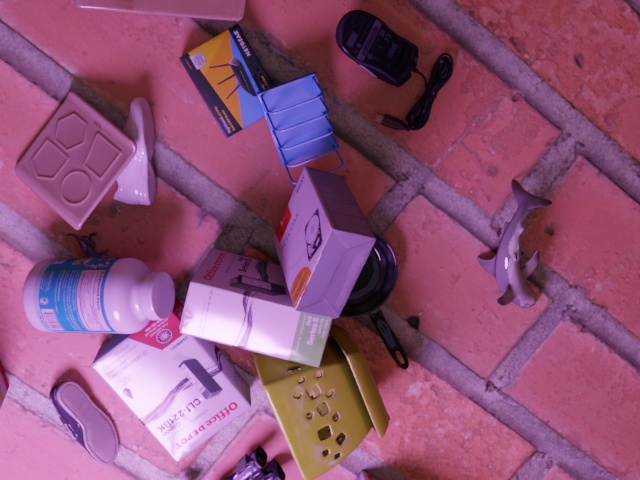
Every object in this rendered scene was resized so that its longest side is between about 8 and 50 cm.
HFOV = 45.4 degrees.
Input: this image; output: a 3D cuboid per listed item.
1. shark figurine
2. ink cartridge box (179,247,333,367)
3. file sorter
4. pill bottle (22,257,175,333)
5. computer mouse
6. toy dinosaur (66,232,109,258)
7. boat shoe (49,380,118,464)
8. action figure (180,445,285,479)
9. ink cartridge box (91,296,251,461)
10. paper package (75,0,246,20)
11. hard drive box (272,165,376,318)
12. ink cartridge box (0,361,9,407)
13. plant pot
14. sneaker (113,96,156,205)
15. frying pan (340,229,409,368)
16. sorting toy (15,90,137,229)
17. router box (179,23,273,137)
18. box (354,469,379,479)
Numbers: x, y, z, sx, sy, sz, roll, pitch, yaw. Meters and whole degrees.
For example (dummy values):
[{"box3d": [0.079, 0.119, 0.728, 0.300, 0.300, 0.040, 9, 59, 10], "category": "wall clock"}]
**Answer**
[{"box3d": [0.384, 0.024, 1.604, 0.166, 0.116, 0.278, -18, 114, -37], "category": "shark figurine"}, {"box3d": [-0.114, 0.126, 1.489, 0.273, 0.198, 0.114, 15, 108, -1], "category": "ink cartridge box"}, {"box3d": [-0.033, -0.213, 1.475, 0.118, 0.104, 0.170, -21, 125, -3], "category": "file sorter"}, {"box3d": [-0.417, 0.105, 1.461, 0.264, 0.146, 0.146, -1, 102, 16], "category": "pill bottle"}, {"box3d": [0.123, -0.329, 1.523, 0.262, 0.060, 0.184, 21, 94, -22], "category": "computer mouse"}, {"box3d": [-0.461, 0.026, 1.547, 0.090, 0.047, 0.082, 10, 112, 25], "category": "toy dinosaur"}, {"box3d": [-0.496, 0.381, 1.603, 0.065, 0.075, 0.206, -11, 114, 40], "category": "boat shoe"}, {"box3d": [-0.217, 0.558, 1.640, 0.285, 0.099, 0.185, -39, 112, 6], "category": "action figure"}, {"box3d": [-0.298, 0.281, 1.565, 0.197, 0.114, 0.272, -37, 103, 1], "category": "ink cartridge box"}, {"box3d": [-0.270, -0.564, 1.312, 0.310, 0.168, 0.324, 1, 120, -15], "category": "paper package"}, {"box3d": [0.000, 0.000, 1.418, 0.089, 0.232, 0.181, 13, 117, -22], "category": "hard drive box"}, {"box3d": [-0.695, 0.277, 1.479, 0.128, 0.176, 0.127, -17, 103, -13], "category": "ink cartridge box"}, {"box3d": [0.005, 0.311, 1.555, 0.207, 0.227, 0.228, -23, 104, -7], "category": "plant pot"}, {"box3d": [-0.375, -0.173, 1.492, 0.094, 0.080, 0.212, 3, 102, 5], "category": "sneaker"}, {"box3d": [0.113, 0.102, 1.607, 0.326, 0.053, 0.197, 37, 97, -12], "category": "frying pan"}, {"box3d": [-0.468, -0.154, 1.470, 0.193, 0.038, 0.208, 39, 98, 16], "category": "sorting toy"}, {"box3d": [-0.172, -0.310, 1.497, 0.133, 0.046, 0.178, -31, 103, 0], "category": "router box"}, {"box3d": [0.168, 0.588, 1.663, 0.186, 0.145, 0.038, 33, 95, -12], "category": "box"}]
